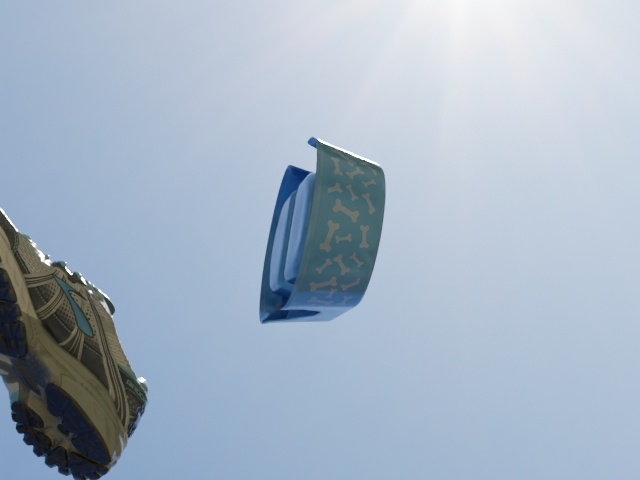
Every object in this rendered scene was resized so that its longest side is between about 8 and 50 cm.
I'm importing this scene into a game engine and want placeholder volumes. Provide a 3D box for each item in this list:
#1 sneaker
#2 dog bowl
[{"bbox_3d":[-0.245,0.064,1.400,0.283,0.110,0.122,62,-145,-17],"label":"sneaker"},{"bbox_3d":[0.000,0.000,1.600,0.074,0.297,0.166,10,-100,-8],"label":"dog bowl"}]
